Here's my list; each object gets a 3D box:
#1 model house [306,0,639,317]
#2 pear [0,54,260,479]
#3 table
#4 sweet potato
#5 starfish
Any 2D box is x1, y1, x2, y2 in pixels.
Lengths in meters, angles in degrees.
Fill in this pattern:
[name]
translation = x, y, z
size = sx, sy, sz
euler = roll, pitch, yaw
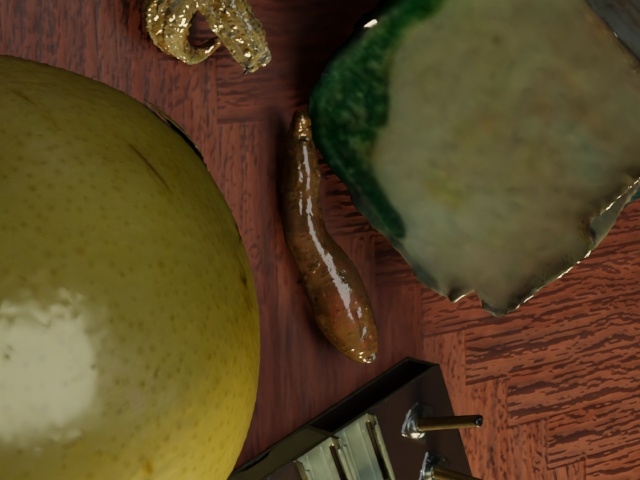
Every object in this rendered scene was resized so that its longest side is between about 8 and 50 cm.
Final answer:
[model house]
translation = 0.189, -0.133, 1.207
size = 0.243, 0.298, 0.284
euler = 51, 47, 3
[pear]
translation = -0.197, 0.057, 0.900
size = 0.348, 0.348, 0.348
euler = -6, 100, -36
[table]
translation = 0.036, 0.209, 1.237
size = 0.240, 0.111, 0.121
euler = -30, 112, -30
[sweet potato]
translation = 0.000, 0.000, 1.223
size = 0.050, 0.050, 0.214
euler = -28, 108, -31
[starfish]
translation = -0.085, -0.194, 1.070
size = 0.150, 0.053, 0.210
euler = -11, 139, -14
